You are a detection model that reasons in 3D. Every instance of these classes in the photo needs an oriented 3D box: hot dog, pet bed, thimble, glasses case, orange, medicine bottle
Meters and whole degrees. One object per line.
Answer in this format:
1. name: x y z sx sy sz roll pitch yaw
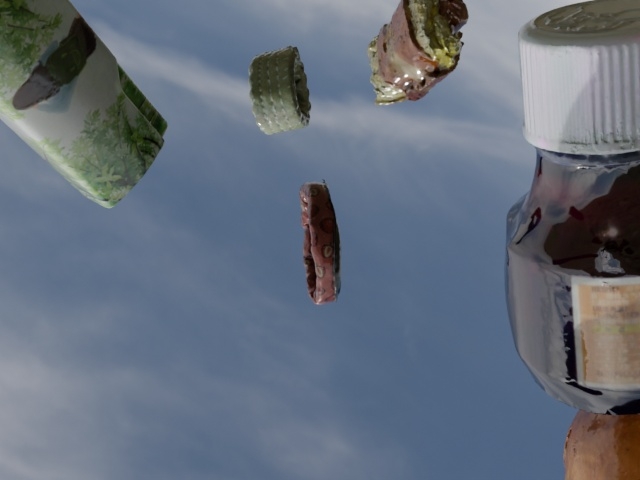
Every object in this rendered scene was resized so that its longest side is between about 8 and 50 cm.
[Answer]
1. hot dog: 0.140 -0.269 1.277 0.103 0.213 0.146 5 -110 -21
2. pet bed: 0.000 0.000 1.452 0.053 0.201 0.201 -4 -135 -7
3. thimble: -0.051 -0.192 1.150 0.084 0.062 0.110 41 -137 -68
4. glasses case: -0.209 -0.133 0.655 0.062 0.272 0.095 30 -103 32
5. orange: 0.417 0.303 1.121 0.225 0.284 0.284 -4 -141 8
6. medicine bottle: 0.298 -0.037 0.932 0.242 0.395 0.242 -9 -151 5
